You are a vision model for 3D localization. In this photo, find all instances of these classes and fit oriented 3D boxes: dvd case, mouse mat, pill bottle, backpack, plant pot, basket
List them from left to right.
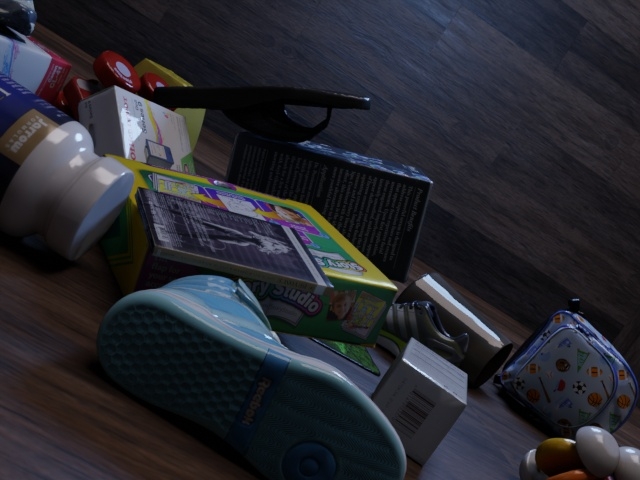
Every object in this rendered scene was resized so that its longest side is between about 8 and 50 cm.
[{"bbox_3d":[-0.358,-0.098,0.910,0.264,0.153,0.153,33,8,0],"label":"pill bottle"},{"bbox_3d":[-0.419,-0.346,2.075,0.212,0.187,0.212,34,8,14],"label":"plant pot"},{"bbox_3d":[-0.107,0.001,0.962,0.221,0.018,0.164,14,20,-26],"label":"dvd case"},{"bbox_3d":[0.024,0.163,1.383,0.152,0.007,0.190,31,7,-17],"label":"mouse mat"},{"bbox_3d":[0.288,0.198,1.731,0.227,0.154,0.204,41,12,28],"label":"basket"},{"bbox_3d":[0.562,0.311,1.766,0.263,0.276,0.213,41,14,9],"label":"backpack"}]

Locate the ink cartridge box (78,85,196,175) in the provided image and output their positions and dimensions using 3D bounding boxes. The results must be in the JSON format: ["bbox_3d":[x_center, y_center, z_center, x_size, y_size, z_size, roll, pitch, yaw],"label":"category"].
[{"bbox_3d":[-0.328,-0.169,1.449,0.212,0.093,0.154,16,58,-61],"label":"ink cartridge box"}]

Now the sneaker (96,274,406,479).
[{"bbox_3d":[-0.053,0.133,0.820,0.319,0.127,0.208,34,9,-2],"label":"sneaker"}]

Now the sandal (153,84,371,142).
[{"bbox_3d":[-0.113,-0.246,1.564,0.445,0.107,0.167,4,8,19],"label":"sandal"}]

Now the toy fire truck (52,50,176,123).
[{"bbox_3d":[-0.388,-0.218,1.631,0.302,0.169,0.254,18,41,-60],"label":"toy fire truck"}]

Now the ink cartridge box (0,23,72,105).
[{"bbox_3d":[-0.637,-0.350,1.438,0.226,0.131,0.306,35,7,13],"label":"ink cartridge box"}]

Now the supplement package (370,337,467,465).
[{"bbox_3d":[0.135,0.218,1.118,0.105,0.105,0.179,34,7,8],"label":"supplement package"}]

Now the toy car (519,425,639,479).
[{"bbox_3d":[0.396,0.371,1.181,0.182,0.159,0.136,31,43,-19],"label":"toy car"}]

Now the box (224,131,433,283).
[{"bbox_3d":[0.009,-0.085,1.671,0.395,0.212,0.293,14,10,-1],"label":"box"}]

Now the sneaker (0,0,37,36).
[{"bbox_3d":[-0.578,-0.466,1.451,0.110,0.122,0.283,26,10,-46],"label":"sneaker"}]

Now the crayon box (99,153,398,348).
[{"bbox_3d":[-0.120,0.012,1.133,0.363,0.106,0.313,13,18,-30],"label":"crayon box"}]

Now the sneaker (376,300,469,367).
[{"bbox_3d":[0.156,0.154,1.541,0.300,0.121,0.111,35,8,15],"label":"sneaker"}]
